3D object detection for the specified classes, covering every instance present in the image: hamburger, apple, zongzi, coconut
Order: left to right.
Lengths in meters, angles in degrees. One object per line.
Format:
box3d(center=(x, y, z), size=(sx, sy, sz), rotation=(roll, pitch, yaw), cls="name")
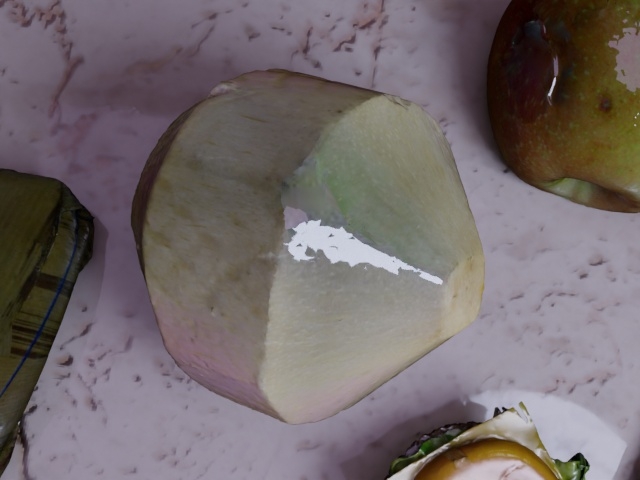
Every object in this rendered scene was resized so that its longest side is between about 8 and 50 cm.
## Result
box3d(center=(-0.268, 0.051, 0.520), size=(0.123, 0.289, 0.260), rotation=(20, 81, 10), cls="zongzi")
box3d(center=(0.000, 0.000, 0.589), size=(0.259, 0.259, 0.259), rotation=(1, 82, -6), cls="coconut")
box3d(center=(0.123, 0.218, 0.634), size=(0.190, 0.093, 0.164), rotation=(-16, 86, -7), cls="hamburger")
box3d(center=(0.240, -0.128, 0.667), size=(0.207, 0.174, 0.188), rotation=(9, 78, 11), cls="apple")
